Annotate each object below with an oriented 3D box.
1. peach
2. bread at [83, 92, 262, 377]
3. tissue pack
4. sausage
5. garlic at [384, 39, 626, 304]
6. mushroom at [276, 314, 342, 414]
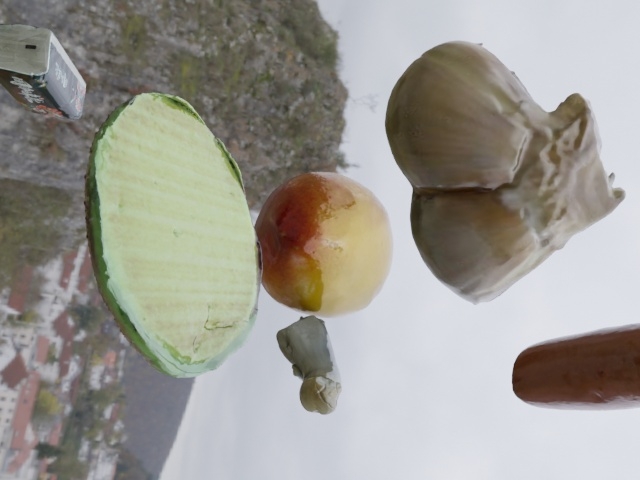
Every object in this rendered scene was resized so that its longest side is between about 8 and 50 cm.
[{"bbox_3d":[-0.001,-0.004,1.268,0.289,0.308,0.289,-23,-134,26],"label":"peach"},{"bbox_3d":[-0.143,-0.010,0.663,0.301,0.045,0.301,-11,90,-71],"label":"bread"},{"bbox_3d":[-0.445,-0.263,1.019,0.170,0.103,0.090,103,-5,-76],"label":"tissue pack"},{"bbox_3d":[0.375,0.166,0.839,0.259,0.113,0.114,-29,-130,57],"label":"sausage"},{"bbox_3d":[0.107,-0.044,0.416,0.174,0.124,0.099,61,5,-17],"label":"garlic"},{"bbox_3d":[-0.013,0.212,1.122,0.099,0.096,0.278,-33,-156,1],"label":"mushroom"}]
